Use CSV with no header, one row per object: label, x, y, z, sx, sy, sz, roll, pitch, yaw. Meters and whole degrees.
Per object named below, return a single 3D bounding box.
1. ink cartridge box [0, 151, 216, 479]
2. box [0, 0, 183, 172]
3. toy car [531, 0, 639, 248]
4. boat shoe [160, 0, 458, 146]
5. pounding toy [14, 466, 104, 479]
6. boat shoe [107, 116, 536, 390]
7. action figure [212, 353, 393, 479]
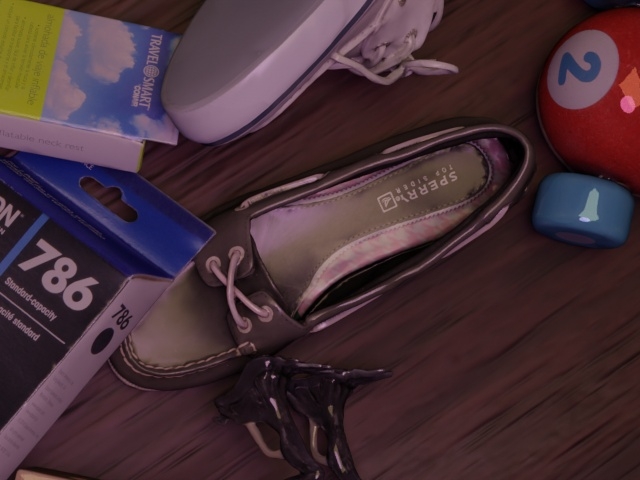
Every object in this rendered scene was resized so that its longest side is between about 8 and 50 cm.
ink cartridge box,-0.238,0.064,1.300,0.165,0.065,0.333,34,76,21
box,-0.183,-0.111,1.348,0.178,0.042,0.109,11,53,-7
toy car,0.273,-0.105,1.341,0.210,0.238,0.219,14,80,-7
boat shoe,0.041,-0.170,1.365,0.367,0.136,0.156,-54,124,-27
pounding toy,-0.140,0.210,1.289,0.141,0.100,0.130,12,85,1
boat shoe,0.000,0.000,1.355,0.335,0.095,0.112,-27,87,-12
action figure,-0.002,0.217,1.296,0.141,0.164,0.276,-10,73,33
